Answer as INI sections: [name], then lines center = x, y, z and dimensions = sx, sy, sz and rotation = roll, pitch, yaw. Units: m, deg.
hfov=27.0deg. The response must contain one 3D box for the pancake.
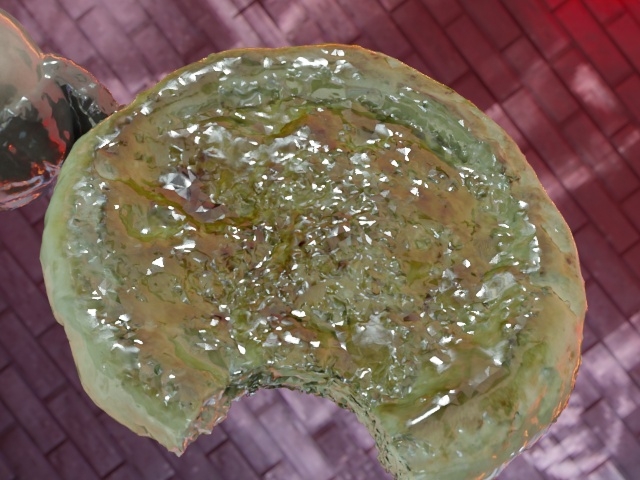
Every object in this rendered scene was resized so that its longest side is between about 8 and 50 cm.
[pancake]
center = 0.000, 0.000, 0.588
dimensions = 0.253, 0.253, 0.037
rotation = 52, -30, 28

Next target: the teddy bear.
[teddy bear]
center = -0.230, -0.087, 0.693
dimensions = 0.144, 0.171, 0.251
rotation = 21, -32, 57
